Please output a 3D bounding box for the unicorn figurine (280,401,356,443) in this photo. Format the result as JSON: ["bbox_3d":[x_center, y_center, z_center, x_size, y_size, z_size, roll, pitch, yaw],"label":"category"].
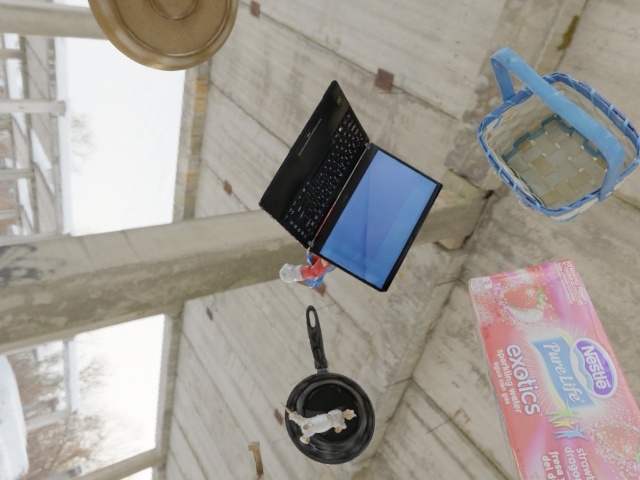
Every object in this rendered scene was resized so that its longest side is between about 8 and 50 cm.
[{"bbox_3d":[-0.009,0.370,1.035,0.111,0.162,0.060,62,27,-83],"label":"unicorn figurine"}]

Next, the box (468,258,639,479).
[{"bbox_3d":[0.293,0.193,0.642,0.154,0.142,0.299,61,19,-49],"label":"box"}]

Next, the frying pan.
[{"bbox_3d":[-0.012,0.325,1.105,0.197,0.053,0.326,-32,-97,9],"label":"frying pan"}]

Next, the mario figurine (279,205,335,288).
[{"bbox_3d":[0.000,0.000,1.219,0.320,0.170,0.197,122,-26,-65],"label":"mario figurine"}]

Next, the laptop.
[{"bbox_3d":[0.064,-0.078,0.836,0.137,0.264,0.234,22,-104,33],"label":"laptop"}]

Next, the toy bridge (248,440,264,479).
[{"bbox_3d":[-0.157,0.602,1.282,0.063,0.026,0.187,49,34,-83],"label":"toy bridge"}]

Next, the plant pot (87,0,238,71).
[{"bbox_3d":[-0.228,-0.376,0.772,0.032,0.237,0.236,38,-52,47],"label":"plant pot"}]

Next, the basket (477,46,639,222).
[{"bbox_3d":[0.383,-0.159,0.826,0.201,0.289,0.254,-35,-121,8],"label":"basket"}]
